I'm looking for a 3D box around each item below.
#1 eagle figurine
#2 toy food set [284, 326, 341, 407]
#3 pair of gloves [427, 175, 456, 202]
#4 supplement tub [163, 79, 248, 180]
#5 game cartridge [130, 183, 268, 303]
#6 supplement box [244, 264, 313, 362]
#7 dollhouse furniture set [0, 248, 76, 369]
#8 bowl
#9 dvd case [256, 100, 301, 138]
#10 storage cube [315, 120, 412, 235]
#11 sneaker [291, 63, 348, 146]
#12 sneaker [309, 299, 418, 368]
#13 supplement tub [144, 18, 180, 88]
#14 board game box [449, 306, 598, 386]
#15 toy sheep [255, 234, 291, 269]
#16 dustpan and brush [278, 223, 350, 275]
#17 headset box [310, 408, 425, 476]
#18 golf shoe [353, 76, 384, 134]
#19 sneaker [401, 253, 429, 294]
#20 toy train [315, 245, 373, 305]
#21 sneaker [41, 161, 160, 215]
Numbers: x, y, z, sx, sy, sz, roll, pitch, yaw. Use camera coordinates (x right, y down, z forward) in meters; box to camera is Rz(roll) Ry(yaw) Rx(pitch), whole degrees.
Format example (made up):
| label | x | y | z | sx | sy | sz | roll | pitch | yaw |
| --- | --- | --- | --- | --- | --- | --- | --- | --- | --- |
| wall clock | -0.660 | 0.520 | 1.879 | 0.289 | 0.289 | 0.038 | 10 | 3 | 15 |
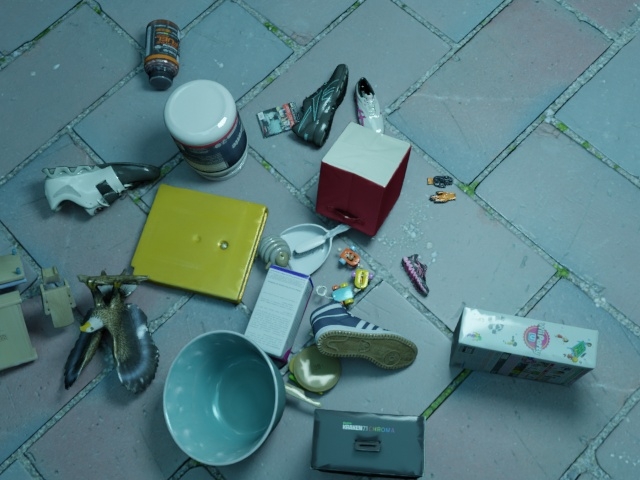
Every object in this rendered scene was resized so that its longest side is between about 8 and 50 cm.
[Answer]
| label | x | y | z | sx | sy | sz | roll | pitch | yaw |
| --- | --- | --- | --- | --- | --- | --- | --- | --- | --- |
| eagle figurine | -0.555 | 0.232 | 1.813 | 0.226 | 0.225 | 0.298 | 9 | 103 | 49 |
| toy food set | -0.013 | 0.329 | 1.791 | 0.132 | 0.038 | 0.192 | 25 | 63 | 8 |
| pair of gloves | 0.336 | -0.143 | 1.941 | 0.074 | 0.010 | 0.083 | -5 | 67 | 4 |
| supplement tub | -0.304 | -0.294 | 1.909 | 0.191 | 0.272 | 0.191 | -1 | 70 | 4 |
| game cartridge | -0.335 | 0.005 | 1.927 | 0.324 | 0.052 | 0.285 | 12 | 72 | 12 |
| supplement box | -0.108 | 0.191 | 1.804 | 0.114 | 0.111 | 0.220 | 16 | 72 | 10 |
| dollhouse furniture set | -0.837 | 0.165 | 1.901 | 0.287 | 0.198 | 0.303 | -16 | 36 | -23 |
| bowl | -0.207 | 0.380 | 1.692 | 0.312 | 0.163 | 0.311 | -6 | 75 | 23 |
| dvd case | -0.119 | -0.356 | 2.054 | 0.120 | 0.013 | 0.087 | -18 | 70 | -3 |
| storage cube | 0.111 | -0.166 | 1.842 | 0.184 | 0.193 | 0.215 | 24 | 53 | 13 |
| sneaker | 0.004 | -0.404 | 2.013 | 0.106 | 0.101 | 0.267 | 19 | 73 | 10 |
| sneaker | 0.104 | 0.236 | 1.772 | 0.282 | 0.153 | 0.099 | 14 | 109 | -22 |
| supplement tub | -0.479 | -0.560 | 2.110 | 0.106 | 0.106 | 0.197 | -4 | 71 | 3 |
| board game box | 0.475 | 0.259 | 1.672 | 0.304 | 0.224 | 0.097 | 10 | 69 | 8 |
| toy sheep | -0.126 | 0.029 | 1.875 | 0.091 | 0.091 | 0.132 | -38 | 50 | -9 |
| dustpan and brush | 0.000 | 0.000 | 1.890 | 0.211 | 0.060 | 0.147 | -24 | 70 | -4 |
| headset box | 0.112 | 0.469 | 1.595 | 0.247 | 0.283 | 0.131 | 3 | 70 | 5 |
| golf shoe | 0.136 | -0.379 | 2.003 | 0.068 | 0.086 | 0.186 | -17 | 71 | -3 |
| sneaker | 0.264 | 0.086 | 1.850 | 0.057 | 0.047 | 0.119 | -22 | 71 | -15 |
| toy train | 0.067 | 0.102 | 1.859 | 0.125 | 0.046 | 0.166 | 32 | 73 | 16 |
| sneaker | -0.612 | -0.145 | 1.978 | 0.331 | 0.122 | 0.146 | -6 | 88 | 2 |
